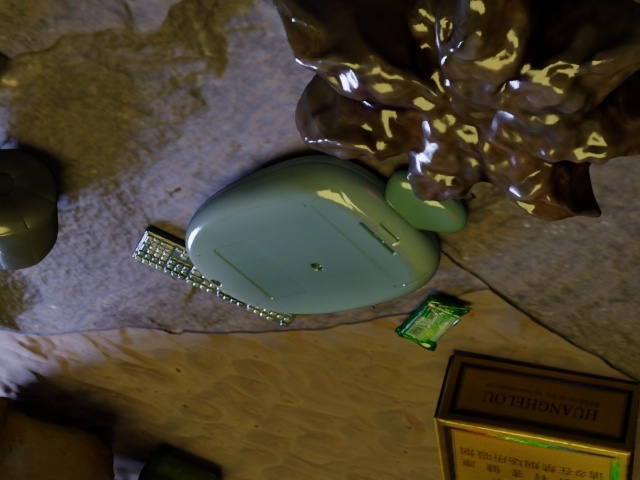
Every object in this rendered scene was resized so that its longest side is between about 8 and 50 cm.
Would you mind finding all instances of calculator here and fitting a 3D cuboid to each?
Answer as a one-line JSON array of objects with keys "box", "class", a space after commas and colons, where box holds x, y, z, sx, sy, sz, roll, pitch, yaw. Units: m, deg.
[{"box": [0.000, 0.000, 1.277, 0.299, 0.041, 0.185, -16, 133, 41], "class": "calculator"}]

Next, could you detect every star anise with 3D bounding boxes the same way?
[{"box": [0.107, -0.119, 0.992, 0.315, 0.108, 0.315, 14, 154, 7], "class": "star anise"}]

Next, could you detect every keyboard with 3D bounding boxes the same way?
[{"box": [-0.101, 0.038, 1.412, 0.176, 0.014, 0.055, 25, 143, -9], "class": "keyboard"}]

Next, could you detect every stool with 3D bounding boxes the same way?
[{"box": [-0.298, -0.027, 1.346, 0.096, 0.096, 0.110, 16, 151, 6], "class": "stool"}]

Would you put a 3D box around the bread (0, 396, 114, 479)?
[{"box": [-0.382, 0.398, 1.754, 0.215, 0.398, 0.398, 10, 148, -10], "class": "bread"}]

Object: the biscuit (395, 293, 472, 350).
[{"box": [0.108, 0.077, 1.357, 0.046, 0.016, 0.089, 23, 147, -9], "class": "biscuit"}]

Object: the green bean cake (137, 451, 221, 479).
[{"box": [-0.212, 0.399, 1.818, 0.113, 0.200, 0.214, 21, 148, -4], "class": "green bean cake"}]

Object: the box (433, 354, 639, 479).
[{"box": [0.229, 0.244, 1.473, 0.193, 0.084, 0.301, 9, 145, 16], "class": "box"}]
